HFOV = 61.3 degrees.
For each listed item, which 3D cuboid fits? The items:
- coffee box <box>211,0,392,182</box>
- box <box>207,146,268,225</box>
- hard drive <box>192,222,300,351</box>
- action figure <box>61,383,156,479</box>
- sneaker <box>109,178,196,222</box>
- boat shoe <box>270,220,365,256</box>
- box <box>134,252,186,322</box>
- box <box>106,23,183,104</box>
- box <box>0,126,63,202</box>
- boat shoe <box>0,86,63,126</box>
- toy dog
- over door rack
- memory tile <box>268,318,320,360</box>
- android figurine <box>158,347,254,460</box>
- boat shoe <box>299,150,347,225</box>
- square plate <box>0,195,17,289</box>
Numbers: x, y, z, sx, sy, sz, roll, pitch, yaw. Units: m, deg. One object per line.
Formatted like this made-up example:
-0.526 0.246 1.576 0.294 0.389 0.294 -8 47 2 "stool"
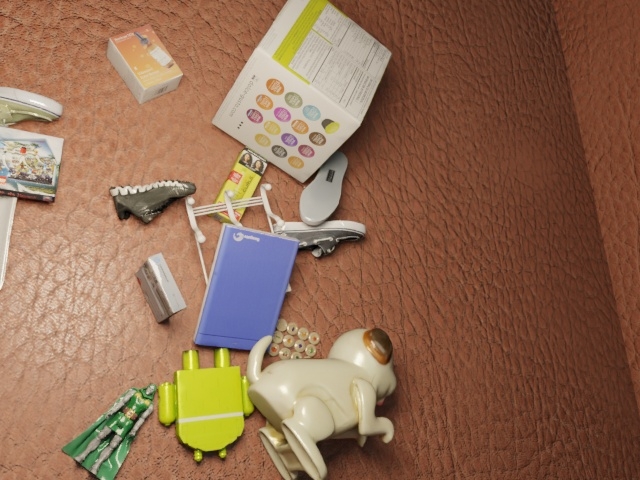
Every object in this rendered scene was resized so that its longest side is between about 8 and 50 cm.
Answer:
-0.050 -0.444 1.572 0.335 0.338 0.338 33 54 -15 "coffee box"
-0.239 -0.155 1.571 0.087 0.058 0.232 32 64 -18 "box"
-0.194 0.130 1.425 0.210 0.040 0.318 13 97 -27 "hard drive"
-0.472 0.434 1.279 0.137 0.063 0.232 41 58 -7 "action figure"
-0.432 -0.100 1.409 0.235 0.078 0.106 -5 90 8 "sneaker"
0.000 0.000 1.621 0.302 0.108 0.102 -1 75 -25 "boat shoe"
-0.398 0.122 1.333 0.038 0.186 0.145 -24 87 -33 "box"
-0.497 -0.496 1.523 0.130 0.091 0.170 -36 93 -30 "box"
-0.746 -0.187 1.278 0.233 0.044 0.159 9 69 -27 "box"
-0.799 -0.325 1.325 0.303 0.109 0.094 7 87 -16 "boat shoe"
0.027 0.397 1.452 0.408 0.284 0.395 -26 70 -32 "toy dog"
-0.213 0.020 1.460 0.240 0.108 0.323 -12 93 -22 "over door rack"
-0.075 0.296 1.548 0.148 0.012 0.113 25 65 -18 "memory tile"
-0.286 0.415 1.379 0.249 0.056 0.272 0 73 -28 "android figurine"
0.002 -0.145 1.646 0.113 0.104 0.306 17 51 -3 "boat shoe"
-0.888 -0.064 1.219 0.348 0.049 0.343 8 72 -25 "square plate"
